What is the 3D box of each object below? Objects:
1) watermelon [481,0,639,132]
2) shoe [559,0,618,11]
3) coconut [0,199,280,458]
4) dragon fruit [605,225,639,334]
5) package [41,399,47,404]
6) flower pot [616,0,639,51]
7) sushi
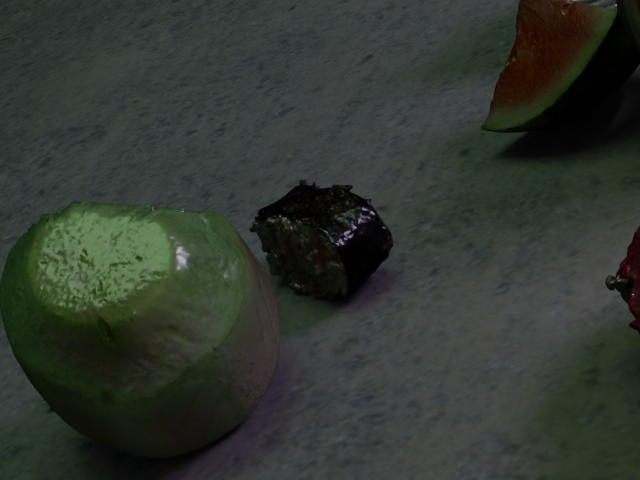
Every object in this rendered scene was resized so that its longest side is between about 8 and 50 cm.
[{"bbox_3d":[0.242,-0.160,1.395,0.137,0.145,0.193,17,6,10],"label":"watermelon"},{"bbox_3d":[0.366,-0.368,1.571,0.342,0.210,0.132,-31,27,-17],"label":"shoe"},{"bbox_3d":[-0.141,0.068,1.172,0.236,0.236,0.204,-30,62,-14],"label":"coconut"},{"bbox_3d":[0.327,0.014,0.985,0.317,0.152,0.205,-50,16,-20],"label":"dragon fruit"},{"bbox_3d":[-0.219,0.122,1.325,0.059,0.029,0.083,-1,44,25],"label":"package"},{"bbox_3d":[0.417,-0.258,1.253,0.307,0.307,0.244,-10,20,25],"label":"flower pot"},{"bbox_3d":[0.000,0.000,1.312,0.078,0.090,0.150,-32,26,-25],"label":"sushi"}]
